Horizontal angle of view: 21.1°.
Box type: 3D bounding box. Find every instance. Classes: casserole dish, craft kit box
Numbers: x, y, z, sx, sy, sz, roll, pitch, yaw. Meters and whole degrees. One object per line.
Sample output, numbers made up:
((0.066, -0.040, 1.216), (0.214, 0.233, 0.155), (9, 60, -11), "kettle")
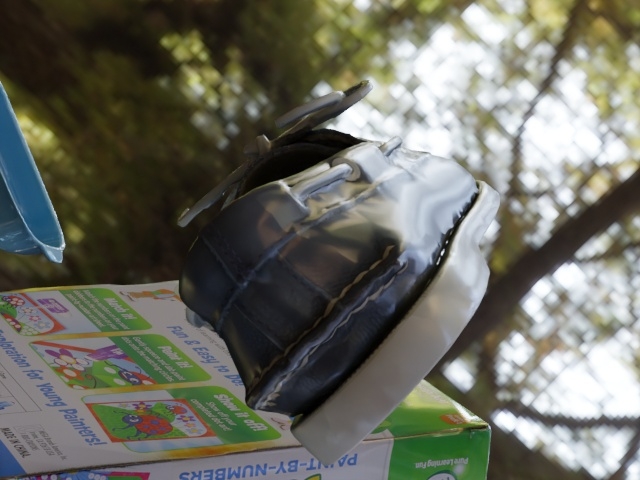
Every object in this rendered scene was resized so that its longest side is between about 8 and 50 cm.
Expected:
((-0.244, -0.063, 1.272), (0.037, 0.188, 0.114), (-25, 173, 5), "casserole dish")
((-0.084, 0.080, 0.857), (0.250, 0.246, 0.061), (32, -57, 59), "craft kit box")

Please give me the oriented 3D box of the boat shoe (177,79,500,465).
((0.000, 0.000, 0.566), (0.095, 0.079, 0.254), (-45, -175, 14), "boat shoe")
